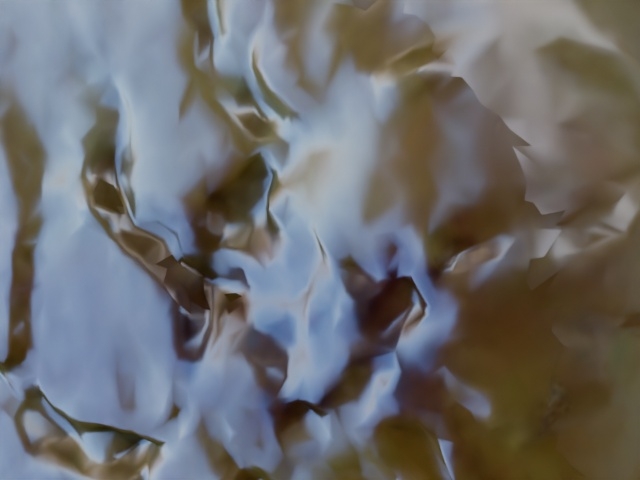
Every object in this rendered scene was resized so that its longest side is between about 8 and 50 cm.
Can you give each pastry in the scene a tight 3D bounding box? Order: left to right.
[{"bbox_3d":[0.000,0.000,0.580,0.409,0.410,0.245,-7,177,35],"label":"pastry"}]
